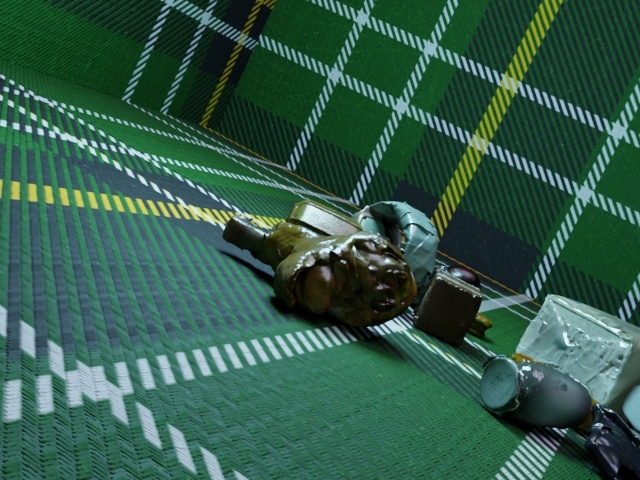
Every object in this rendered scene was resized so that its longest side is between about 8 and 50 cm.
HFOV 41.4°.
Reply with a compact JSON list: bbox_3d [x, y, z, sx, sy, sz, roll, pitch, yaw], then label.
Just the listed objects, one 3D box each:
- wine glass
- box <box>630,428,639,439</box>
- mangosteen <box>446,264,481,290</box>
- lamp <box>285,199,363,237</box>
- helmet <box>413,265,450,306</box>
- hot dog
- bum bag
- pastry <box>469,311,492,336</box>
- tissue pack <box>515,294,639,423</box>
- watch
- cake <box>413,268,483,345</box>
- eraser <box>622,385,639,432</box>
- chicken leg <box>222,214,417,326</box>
[{"bbox_3d":[0.388,0.277,1.526,0.204,0.111,0.111,21,10,-30],"label":"wine glass"},{"bbox_3d":[0.656,0.427,1.696,0.129,0.033,0.247,20,10,-46],"label":"box"},{"bbox_3d":[0.396,0.139,2.446,0.140,0.140,0.140,26,8,-4],"label":"mangosteen"},{"bbox_3d":[0.000,0.000,1.937,0.185,0.161,0.161,24,8,-3],"label":"lamp"},{"bbox_3d":[0.277,0.131,2.151,0.153,0.107,0.177,23,27,-41],"label":"helmet"},{"bbox_3d":[0.482,0.310,1.751,0.115,0.072,0.269,21,8,-29],"label":"hot dog"},{"bbox_3d":[0.504,0.368,1.446,0.137,0.074,0.310,52,18,10],"label":"bum bag"},{"bbox_3d":[0.391,0.208,2.186,0.097,0.057,0.109,28,8,-30],"label":"pastry"},{"bbox_3d":[0.715,0.302,2.054,0.380,0.207,0.297,21,8,-34],"label":"tissue pack"},{"bbox_3d":[0.173,0.015,2.025,0.161,0.253,0.241,21,-29,-26],"label":"watch"},{"bbox_3d":[0.290,0.148,1.953,0.134,0.135,0.147,26,13,-4],"label":"cake"},{"bbox_3d":[0.803,0.427,1.814,0.290,0.104,0.189,31,-1,-22],"label":"eraser"},{"bbox_3d":[-0.030,0.044,1.608,0.409,0.182,0.295,25,23,23],"label":"chicken leg"}]
